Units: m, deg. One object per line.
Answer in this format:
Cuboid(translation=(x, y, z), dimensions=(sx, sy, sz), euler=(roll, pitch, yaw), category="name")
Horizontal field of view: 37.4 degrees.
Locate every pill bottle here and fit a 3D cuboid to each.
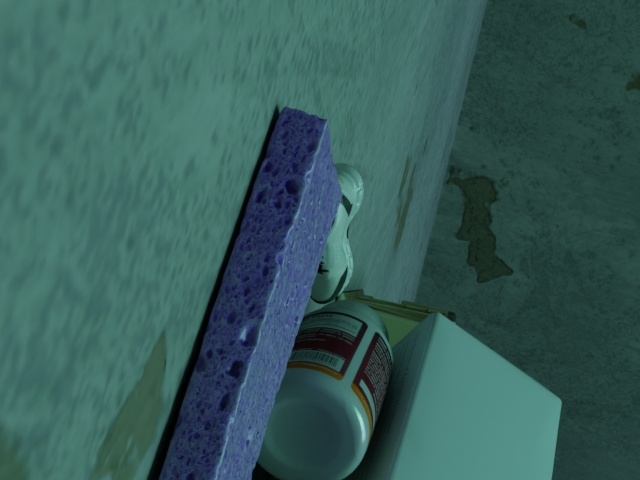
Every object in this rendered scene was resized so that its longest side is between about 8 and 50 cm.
Cuboid(translation=(0.005, 0.100, 0.672), dimensions=(0.152, 0.086, 0.086), euler=(-53, 156, -67), category="pill bottle")

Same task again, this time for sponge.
Cuboid(translation=(-0.033, 0.043, 0.520), dimensions=(0.117, 0.031, 0.210), euler=(78, 29, -71), category="sponge")

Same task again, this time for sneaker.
Cuboid(translation=(0.000, 0.000, 0.661), dimensions=(0.044, 0.040, 0.109), euler=(-37, 141, -49), category="sneaker")

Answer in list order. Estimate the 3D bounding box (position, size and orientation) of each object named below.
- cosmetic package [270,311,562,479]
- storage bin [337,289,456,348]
Cuboid(translation=(0.053, 0.216, 0.730), dimensions=(0.224, 0.138, 0.224), euler=(-48, -168, 42), category="cosmetic package")
Cuboid(translation=(0.060, 0.196, 1.057), dimensions=(0.260, 0.123, 0.262), euler=(14, 91, -81), category="storage bin")
